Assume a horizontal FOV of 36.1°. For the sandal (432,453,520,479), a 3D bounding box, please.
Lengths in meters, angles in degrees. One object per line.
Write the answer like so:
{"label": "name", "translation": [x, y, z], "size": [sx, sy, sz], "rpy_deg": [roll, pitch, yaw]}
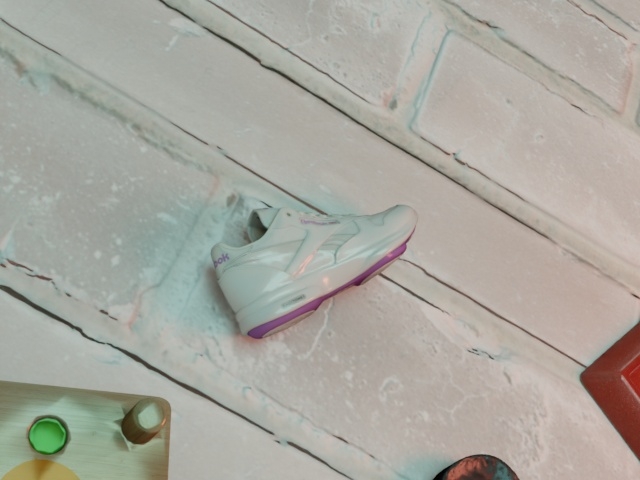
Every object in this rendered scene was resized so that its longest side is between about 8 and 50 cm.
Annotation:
{"label": "sandal", "translation": [0.264, 0.460, 1.135], "size": [0.167, 0.107, 0.446], "rpy_deg": [-18, 74, -32]}

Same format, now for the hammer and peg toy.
{"label": "hammer and peg toy", "translation": [-0.325, 0.264, 0.937], "size": [0.361, 0.127, 0.266], "rpy_deg": [9, 63, -22]}

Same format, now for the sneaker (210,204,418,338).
{"label": "sneaker", "translation": [0.000, 0.000, 1.242], "size": [0.305, 0.114, 0.152], "rpy_deg": [-27, 80, -34]}

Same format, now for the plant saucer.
{"label": "plant saucer", "translation": [0.537, 0.234, 1.428], "size": [0.258, 0.048, 0.259], "rpy_deg": [-30, 81, -35]}
